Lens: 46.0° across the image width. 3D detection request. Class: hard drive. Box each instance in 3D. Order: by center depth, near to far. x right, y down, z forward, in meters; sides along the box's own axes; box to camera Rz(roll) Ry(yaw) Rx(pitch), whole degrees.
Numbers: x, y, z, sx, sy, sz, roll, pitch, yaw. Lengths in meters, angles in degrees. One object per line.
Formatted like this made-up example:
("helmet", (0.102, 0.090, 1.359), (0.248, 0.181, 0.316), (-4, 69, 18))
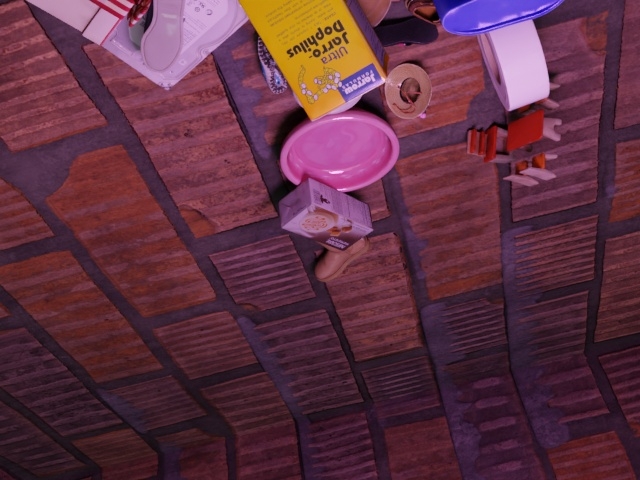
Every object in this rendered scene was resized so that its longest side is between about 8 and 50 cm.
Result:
("hard drive", (-0.333, -0.519, 1.740), (0.339, 0.064, 0.237), (-32, 135, 26))

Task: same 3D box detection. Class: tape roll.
("tape roll", (0.451, -0.460, 1.805), (0.100, 0.286, 0.286), (-20, 140, 10))

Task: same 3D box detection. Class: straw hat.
("straw hat", (0.242, -0.399, 2.004), (0.144, 0.144, 0.061), (-43, 172, 34))

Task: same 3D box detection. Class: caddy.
("caddy", (0.368, -0.593, 1.597), (0.341, 0.179, 0.241), (-13, 143, 15))

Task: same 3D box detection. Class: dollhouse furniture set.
("dollhouse furniture set", (0.530, -0.287, 2.074), (0.135, 0.262, 0.259), (10, 168, -20))

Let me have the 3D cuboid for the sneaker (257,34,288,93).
("sneaker", (-0.132, -0.446, 1.868), (0.063, 0.073, 0.162), (-23, 124, -21))

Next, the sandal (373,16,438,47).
("sandal", (0.206, -0.512, 1.869), (0.179, 0.067, 0.040), (-10, 180, -14))

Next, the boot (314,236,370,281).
("boot", (0.000, 0.000, 2.424), (0.236, 0.089, 0.269), (-41, 134, 15))

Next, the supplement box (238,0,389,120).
("supplement box", (-0.018, -0.478, 1.644), (0.195, 0.194, 0.356), (-26, 110, 18))

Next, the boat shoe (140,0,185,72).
("boat shoe", (-0.346, -0.490, 1.660), (0.095, 0.079, 0.254), (4, 136, -12))

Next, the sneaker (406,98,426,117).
("sneaker", (0.244, -0.376, 2.058), (0.119, 0.047, 0.057), (12, 114, -26))

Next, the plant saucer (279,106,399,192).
("plant saucer", (0.050, -0.259, 2.097), (0.332, 0.084, 0.332), (-5, 147, -3))

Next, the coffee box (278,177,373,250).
("coffee box", (0.017, -0.072, 2.212), (0.246, 0.098, 0.141), (22, 137, -38))

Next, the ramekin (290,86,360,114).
("ramekin", (0.017, -0.407, 1.885), (0.207, 0.109, 0.207), (-5, 152, -2))

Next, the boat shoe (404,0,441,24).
("boat shoe", (0.288, -0.550, 1.835), (0.178, 0.060, 0.064), (10, 137, -23))

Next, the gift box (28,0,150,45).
("gift box", (-0.444, -0.577, 1.497), (0.258, 0.255, 0.276), (27, 134, -34))

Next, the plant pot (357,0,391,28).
("plant pot", (0.051, -0.577, 1.775), (0.236, 0.032, 0.236), (-6, 140, -5))
